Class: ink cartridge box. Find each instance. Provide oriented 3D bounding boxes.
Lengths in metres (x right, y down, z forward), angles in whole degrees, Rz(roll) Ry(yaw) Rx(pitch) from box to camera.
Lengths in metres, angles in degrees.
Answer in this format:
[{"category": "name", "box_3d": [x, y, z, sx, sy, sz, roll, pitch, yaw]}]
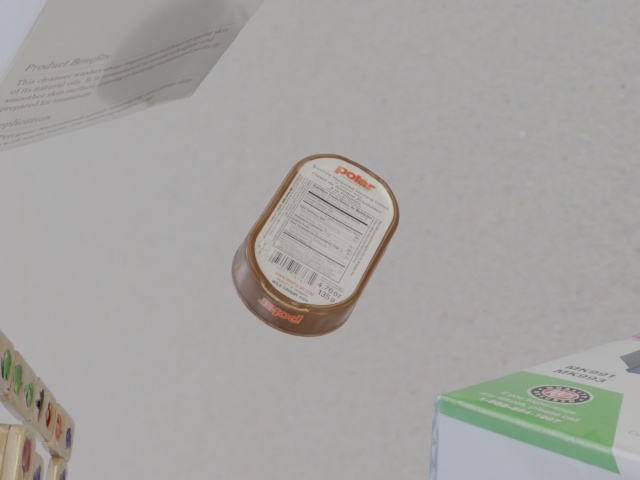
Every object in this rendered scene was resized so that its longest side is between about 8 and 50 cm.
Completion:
[{"category": "ink cartridge box", "box_3d": [0.166, 0.094, 0.533, 0.154, 0.212, 0.093, 13, 105, 46]}]

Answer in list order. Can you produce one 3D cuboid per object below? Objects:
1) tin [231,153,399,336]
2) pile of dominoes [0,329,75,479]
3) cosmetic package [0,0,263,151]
[{"category": "tin", "box_3d": [0.000, 0.000, 1.164, 0.040, 0.106, 0.190, -55, 3, 45]}, {"category": "pile of dominoes", "box_3d": [-0.161, 0.167, 0.795, 0.251, 0.040, 0.196, 85, -171, -70]}, {"category": "cosmetic package", "box_3d": [-0.095, -0.228, 0.786, 0.156, 0.217, 0.385, 53, 130, 12]}]
